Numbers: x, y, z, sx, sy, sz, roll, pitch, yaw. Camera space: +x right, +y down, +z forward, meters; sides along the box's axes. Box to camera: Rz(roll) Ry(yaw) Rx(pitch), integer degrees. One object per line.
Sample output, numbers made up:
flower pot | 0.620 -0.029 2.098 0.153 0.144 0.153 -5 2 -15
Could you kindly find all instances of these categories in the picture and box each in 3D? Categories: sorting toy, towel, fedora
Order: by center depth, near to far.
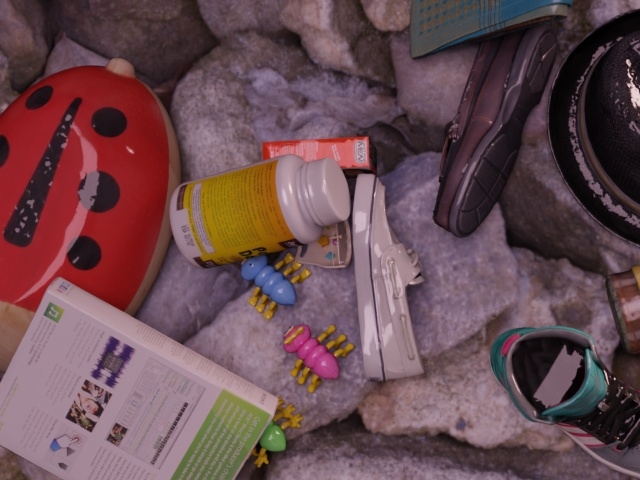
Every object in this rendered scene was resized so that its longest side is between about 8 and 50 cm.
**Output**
fedora | 0.438 -0.147 1.796 0.334 0.152 0.334 -2 81 11
towel | 0.217 -0.434 1.862 0.271 0.040 0.370 -9 75 50
sorting toy | 0.000 0.000 1.915 0.075 0.045 0.083 -6 81 17

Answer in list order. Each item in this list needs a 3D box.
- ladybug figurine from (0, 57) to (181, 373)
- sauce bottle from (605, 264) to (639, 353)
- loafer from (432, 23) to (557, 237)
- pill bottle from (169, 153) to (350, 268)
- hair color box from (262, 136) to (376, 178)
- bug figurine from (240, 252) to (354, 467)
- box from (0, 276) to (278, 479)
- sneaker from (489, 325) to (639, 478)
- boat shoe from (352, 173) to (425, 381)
ladybug figurine | -0.353 -0.038 1.924 0.305 0.162 0.449 17 85 13
sauce bottle | 0.525 0.046 1.771 0.344 0.111 0.111 -17 79 8
loafer | 0.208 -0.148 1.877 0.095 0.109 0.302 20 79 31
pill bottle | -0.075 -0.041 1.853 0.215 0.117 0.117 -14 79 21
hair color box | 0.000 -0.106 1.914 0.141 0.072 0.043 -3 80 11
bug figurine | -0.090 0.155 1.891 0.216 0.072 0.279 38 89 13
box | -0.245 0.221 1.838 0.322 0.058 0.232 30 111 -2
sneaker | 0.332 0.194 1.750 0.295 0.178 0.124 30 88 13
boat shoe | 0.090 0.045 1.864 0.088 0.096 0.267 -4 82 6
